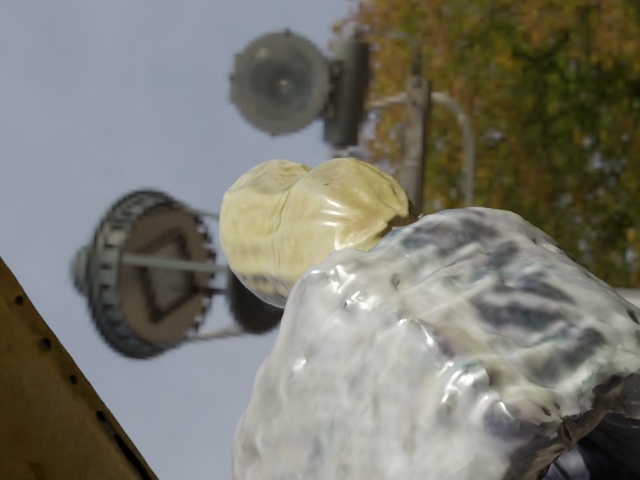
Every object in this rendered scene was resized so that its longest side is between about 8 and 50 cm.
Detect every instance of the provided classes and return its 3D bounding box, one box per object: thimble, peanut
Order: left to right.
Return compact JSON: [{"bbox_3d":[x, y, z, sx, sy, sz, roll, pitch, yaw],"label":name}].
[{"bbox_3d":[0.000,0.000,1.012,0.090,0.214,0.098,-28,-71,-22],"label":"peanut"},{"bbox_3d":[0.072,0.118,0.751,0.217,0.157,0.245,-24,-49,-22],"label":"thimble"}]

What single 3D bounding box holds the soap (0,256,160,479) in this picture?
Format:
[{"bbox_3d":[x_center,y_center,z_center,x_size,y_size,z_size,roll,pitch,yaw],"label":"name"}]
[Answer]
[{"bbox_3d":[-0.243,0.129,0.784,0.335,0.156,0.293,57,-136,-22],"label":"soap"}]
